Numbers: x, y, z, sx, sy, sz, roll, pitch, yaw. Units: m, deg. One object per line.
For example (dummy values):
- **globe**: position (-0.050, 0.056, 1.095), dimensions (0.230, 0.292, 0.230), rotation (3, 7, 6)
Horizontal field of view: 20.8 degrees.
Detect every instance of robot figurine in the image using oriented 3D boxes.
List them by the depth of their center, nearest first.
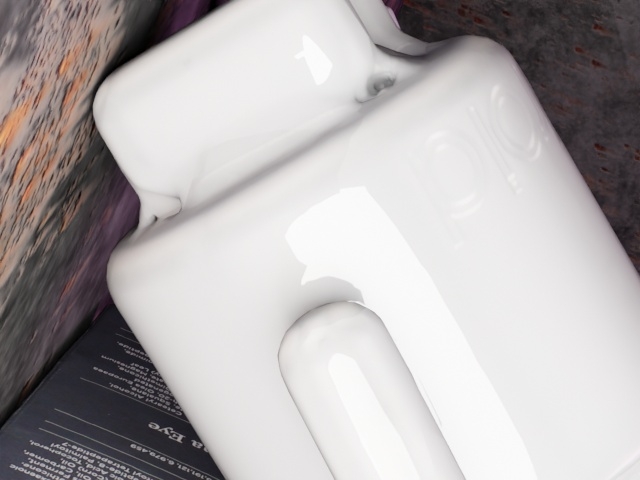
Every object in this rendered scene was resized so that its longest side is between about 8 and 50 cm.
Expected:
- **robot figurine**: position (0.044, 0.053, 0.759), dimensions (0.199, 0.353, 0.300), rotation (-28, -170, 18)

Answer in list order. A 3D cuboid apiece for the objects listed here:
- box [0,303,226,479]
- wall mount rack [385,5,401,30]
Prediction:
- **box**: position (-0.133, 0.255, 0.918), dimensions (0.312, 0.179, 0.343), rotation (-64, 178, -73)
- **wall mount rack**: position (0.038, 0.012, 1.248), dimensions (0.350, 0.130, 0.304), rotation (-91, 169, -53)
